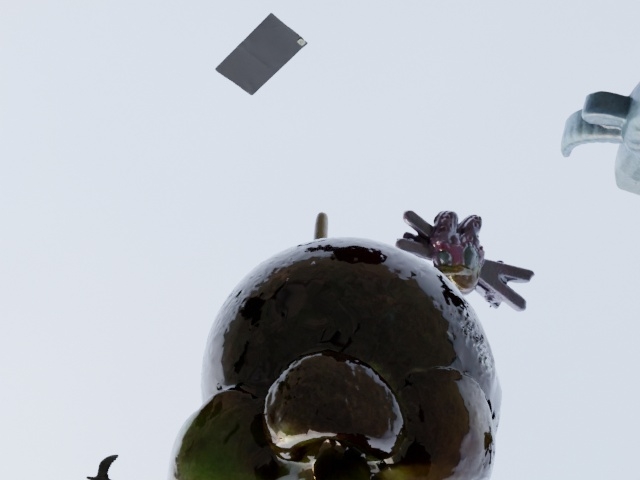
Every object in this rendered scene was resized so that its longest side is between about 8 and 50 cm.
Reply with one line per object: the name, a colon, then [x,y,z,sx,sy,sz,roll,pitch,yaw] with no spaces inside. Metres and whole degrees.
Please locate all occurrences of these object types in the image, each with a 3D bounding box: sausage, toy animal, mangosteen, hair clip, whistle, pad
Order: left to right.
toy animal: [-0.358,0.390,1.201,0.050,0.028,0.084,-8,-123,23]
pad: [-0.133,-0.413,1.648,0.193,0.116,0.004,-36,-139,28]
sausage: [0.000,0.000,1.168,0.024,0.024,0.132,-12,-142,12]
mangosteen: [0.006,0.082,0.385,0.172,0.184,0.173,12,-70,36]
hair clip: [0.238,0.031,1.155,0.090,0.278,0.137,-2,-116,50]
whistle: [0.303,-0.092,0.625,0.180,0.269,0.093,16,-105,15]
